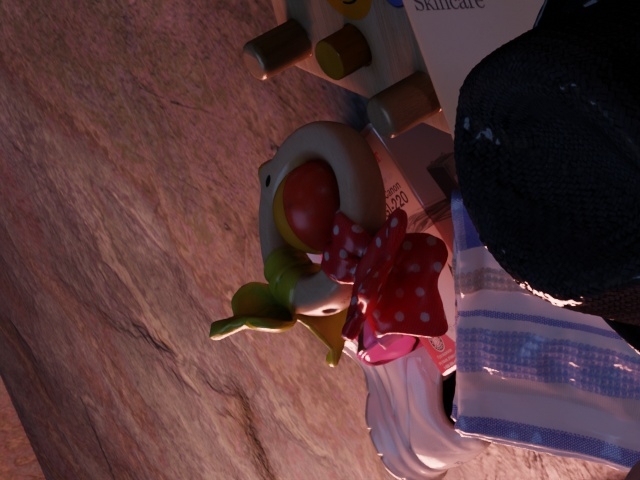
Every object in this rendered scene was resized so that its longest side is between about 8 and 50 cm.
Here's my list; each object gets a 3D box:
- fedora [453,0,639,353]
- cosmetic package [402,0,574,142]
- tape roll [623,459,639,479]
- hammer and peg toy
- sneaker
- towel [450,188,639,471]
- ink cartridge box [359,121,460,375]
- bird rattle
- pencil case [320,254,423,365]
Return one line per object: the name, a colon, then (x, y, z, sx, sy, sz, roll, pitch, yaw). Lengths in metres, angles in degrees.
fedora: (0.188, -0.041, 1.154, 0.334, 0.153, 0.334, 23, 119, 52)
cosmetic package: (0.143, -0.187, 1.375, 0.160, 0.113, 0.309, 3, 123, 49)
tape roll: (0.311, 0.241, 1.446, 0.219, 0.219, 0.072, 47, 153, 25)
hammer and peg toy: (0.010, -0.265, 1.557, 0.266, 0.127, 0.361, 30, 143, 49)
sneaker: (0.079, 0.086, 1.913, 0.129, 0.111, 0.297, -26, 95, 46)
towel: (0.201, 0.076, 1.574, 0.209, 0.034, 0.285, 11, 135, 15)
ink cartridge box: (0.107, -0.009, 1.719, 0.218, 0.092, 0.158, 59, 156, 5)
bird rattle: (0.000, 0.000, 1.661, 0.253, 0.143, 0.206, 143, 121, -61)
pencil case: (0.035, 0.008, 1.824, 0.098, 0.095, 0.209, 76, 171, -78)
